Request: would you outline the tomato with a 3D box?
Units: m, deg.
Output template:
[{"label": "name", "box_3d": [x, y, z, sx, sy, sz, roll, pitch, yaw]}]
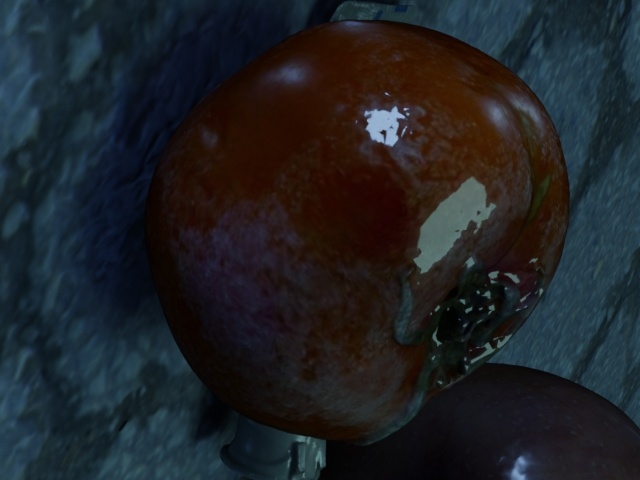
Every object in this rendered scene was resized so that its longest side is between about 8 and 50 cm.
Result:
[{"label": "tomato", "box_3d": [0.010, -0.011, 0.884, 0.232, 0.188, 0.232, -32, 146, -26]}]

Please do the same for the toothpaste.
[{"label": "toothpaste", "box_3d": [0.000, 0.000, 1.036, 0.114, 0.073, 0.299, -9, 114, -62]}]

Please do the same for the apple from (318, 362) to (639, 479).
[{"label": "apple", "box_3d": [0.104, 0.222, 1.214, 0.306, 0.305, 0.235, -59, 144, -13]}]
